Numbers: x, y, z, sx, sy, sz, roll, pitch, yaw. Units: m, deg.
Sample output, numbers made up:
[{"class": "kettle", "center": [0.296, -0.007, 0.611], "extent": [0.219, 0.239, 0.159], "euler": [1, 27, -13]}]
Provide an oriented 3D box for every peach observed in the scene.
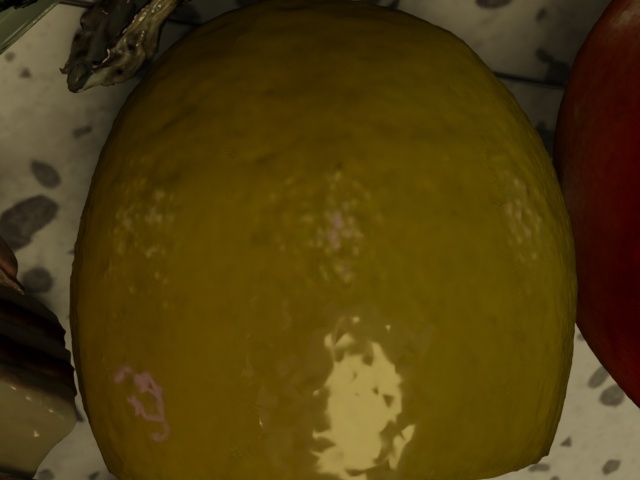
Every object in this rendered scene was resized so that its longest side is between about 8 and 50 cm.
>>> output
[{"class": "peach", "center": [0.289, -0.057, 1.255], "extent": [0.306, 0.242, 0.380], "euler": [-10, 127, -30]}]

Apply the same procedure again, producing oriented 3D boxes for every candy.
[{"class": "candy", "center": [-0.329, 0.159, 1.309], "extent": [0.179, 0.135, 0.321], "euler": [25, 117, -31]}]

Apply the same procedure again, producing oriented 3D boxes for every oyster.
[{"class": "oyster", "center": [-0.110, -0.158, 1.162], "extent": [0.053, 0.108, 0.166], "euler": [38, 100, -13]}]

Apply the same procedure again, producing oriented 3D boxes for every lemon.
[{"class": "lemon", "center": [0.000, 0.000, 1.171], "extent": [0.364, 0.364, 0.364], "euler": [-8, 127, -11]}]

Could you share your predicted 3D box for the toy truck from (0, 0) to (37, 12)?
[{"class": "toy truck", "center": [-0.219, -0.234, 0.936], "extent": [0.127, 0.127, 0.257], "euler": [-38, 104, -27]}]

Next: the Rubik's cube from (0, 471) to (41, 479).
[{"class": "Rubik's cube", "center": [-0.269, 0.320, 1.200], "extent": [0.253, 0.256, 0.259], "euler": [15, 121, -28]}]

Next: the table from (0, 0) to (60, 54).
[{"class": "table", "center": [-0.215, -0.182, 1.098], "extent": [0.220, 0.126, 0.126], "euler": [-39, 127, 11]}]

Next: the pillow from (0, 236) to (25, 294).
[{"class": "pillow", "center": [-0.279, -0.047, 1.178], "extent": [0.034, 0.135, 0.211], "euler": [-45, 126, -7]}]
